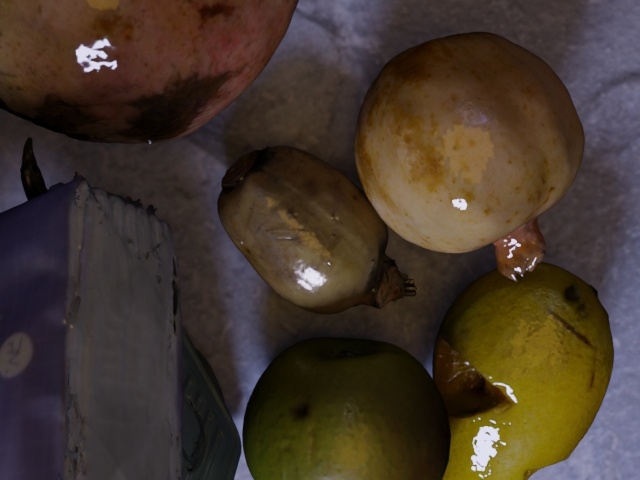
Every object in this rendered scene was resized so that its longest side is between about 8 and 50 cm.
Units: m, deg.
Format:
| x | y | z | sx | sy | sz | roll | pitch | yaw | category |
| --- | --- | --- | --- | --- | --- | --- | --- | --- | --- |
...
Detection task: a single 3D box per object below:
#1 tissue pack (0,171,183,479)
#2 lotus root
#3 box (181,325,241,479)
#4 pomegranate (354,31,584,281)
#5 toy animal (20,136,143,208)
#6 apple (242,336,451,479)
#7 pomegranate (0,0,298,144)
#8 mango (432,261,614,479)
| x | y | z | sx | sy | sz | roll | pitch | yaw | category |
| --- | --- | --- | --- | --- | --- | --- | --- | --- | --- |
| -0.265 | 0.123 | 0.583 | 0.344 | 0.125 | 0.242 | -18 | 64 | 26 | tissue pack |
| 0.000 | 0.000 | 0.768 | 0.221 | 0.118 | 0.125 | 41 | 109 | -8 | lotus root |
| -0.173 | 0.193 | 0.719 | 0.135 | 0.243 | 0.163 | -24 | 103 | 8 | box |
| 0.132 | -0.087 | 0.730 | 0.207 | 0.207 | 0.207 | -1 | 99 | -7 | pomegranate |
| -0.224 | 0.000 | 0.717 | 0.272 | 0.160 | 0.197 | -2 | 105 | 18 | toy animal |
| 0.024 | 0.175 | 0.759 | 0.196 | 0.196 | 0.157 | 0 | 100 | -7 | apple |
| -0.172 | -0.232 | 0.630 | 0.322 | 0.322 | 0.322 | -1 | 99 | -7 | pomegranate |
| 0.193 | 0.146 | 0.810 | 0.167 | 0.130 | 0.262 | 7 | 102 | -3 | mango |
